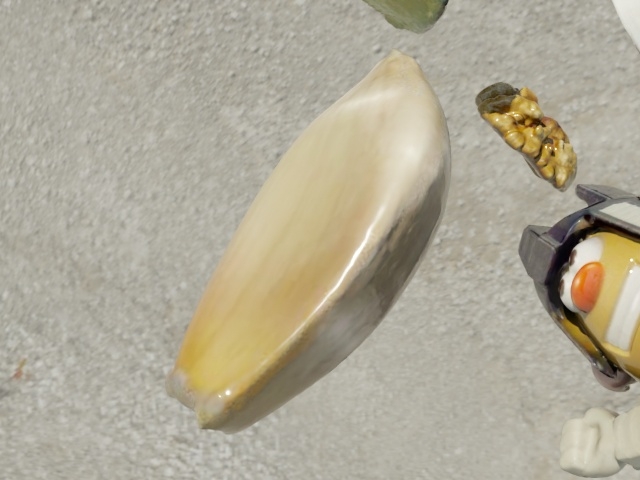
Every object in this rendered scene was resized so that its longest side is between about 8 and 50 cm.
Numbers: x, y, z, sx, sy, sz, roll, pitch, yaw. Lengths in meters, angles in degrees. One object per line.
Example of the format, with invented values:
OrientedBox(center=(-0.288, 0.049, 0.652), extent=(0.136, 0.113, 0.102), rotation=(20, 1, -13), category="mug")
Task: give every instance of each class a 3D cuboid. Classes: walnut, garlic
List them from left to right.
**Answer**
OrientedBox(center=(0.007, 0.000, 0.648), extent=(0.318, 0.143, 0.112), rotation=(-53, 130, -22), category="garlic")
OrientedBox(center=(0.277, -0.144, 1.221), extent=(0.170, 0.069, 0.143), rotation=(40, 24, -21), category="walnut")

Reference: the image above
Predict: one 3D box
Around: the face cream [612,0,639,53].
OrientedBox(center=(0.481, -0.286, 0.894), extent=(0.145, 0.370, 0.145), rotation=(42, 31, -32), category="face cream")

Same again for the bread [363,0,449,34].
OrientedBox(center=(0.060, -0.460, 1.123), extent=(0.264, 0.239, 0.395), rotation=(18, 57, -8), category="bread")

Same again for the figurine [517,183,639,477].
OrientedBox(center=(0.272, 0.059, 0.689), extent=(0.143, 0.308, 0.308), rotation=(33, 66, -32), category="figurine")
